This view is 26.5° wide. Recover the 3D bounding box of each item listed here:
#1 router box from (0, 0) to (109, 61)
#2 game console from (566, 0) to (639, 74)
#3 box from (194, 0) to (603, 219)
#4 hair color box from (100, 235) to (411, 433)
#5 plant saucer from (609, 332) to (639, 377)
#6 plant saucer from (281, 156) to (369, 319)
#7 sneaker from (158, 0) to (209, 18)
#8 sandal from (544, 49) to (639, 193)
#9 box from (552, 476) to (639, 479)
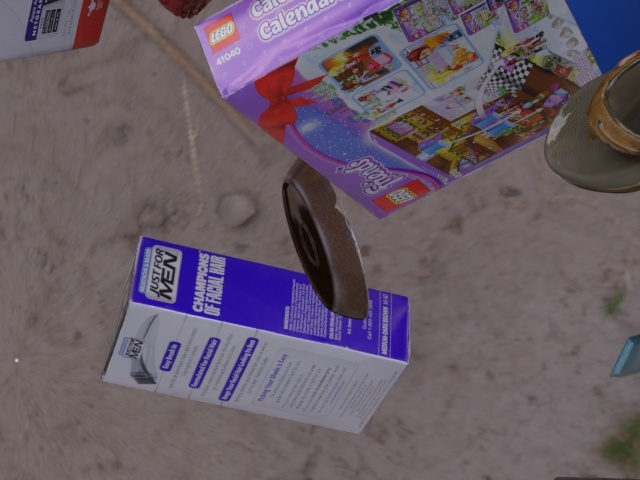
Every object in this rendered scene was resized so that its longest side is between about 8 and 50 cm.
[{"bbox_3d":[-0.235,-0.298,1.011,0.082,0.301,0.336,26,112,15],"label":"router box"},{"bbox_3d":[0.217,-0.242,1.217,0.293,0.250,0.173,-12,126,-43],"label":"game console"},{"bbox_3d":[0.071,-0.115,0.900,0.200,0.293,0.057,-27,69,13],"label":"box"},{"bbox_3d":[-0.080,0.120,1.649,0.338,0.185,0.110,12,51,-13],"label":"hair color box"},{"bbox_3d":[0.445,0.148,1.820,0.018,0.192,0.067,31,74,-3],"label":"plant saucer"},{"bbox_3d":[0.000,0.000,1.278,0.029,0.168,0.169,-20,90,-13],"label":"plant saucer"},{"bbox_3d":[-0.101,-0.272,1.123,0.092,0.088,0.225,26,49,-15],"label":"sneaker"},{"bbox_3d":[0.161,-0.062,0.641,0.049,0.180,0.072,27,83,-24],"label":"sandal"},{"bbox_3d":[0.402,0.333,1.372,0.381,0.191,0.143,-1,99,24],"label":"box"}]
